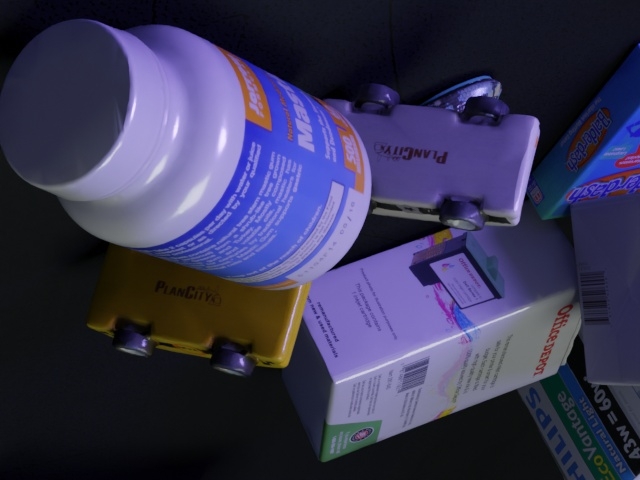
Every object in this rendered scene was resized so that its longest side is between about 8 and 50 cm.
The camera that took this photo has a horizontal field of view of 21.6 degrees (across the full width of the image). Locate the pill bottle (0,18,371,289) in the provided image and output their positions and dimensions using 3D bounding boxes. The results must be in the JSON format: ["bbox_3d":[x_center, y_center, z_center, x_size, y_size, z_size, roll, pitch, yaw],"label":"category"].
[{"bbox_3d":[-0.091,-0.061,1.161,0.152,0.152,0.272,-36,153,19],"label":"pill bottle"}]

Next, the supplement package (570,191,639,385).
[{"bbox_3d":[0.407,0.035,1.560,0.293,0.178,0.175,-4,178,-23],"label":"supplement package"}]

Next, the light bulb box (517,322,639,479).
[{"bbox_3d":[0.465,0.110,1.912,0.358,0.225,0.361,-11,151,-30],"label":"light bulb box"}]

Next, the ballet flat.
[{"bbox_3d":[0.075,-0.072,1.396,0.188,0.070,0.070,-25,154,-3],"label":"ballet flat"}]

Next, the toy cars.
[{"bbox_3d":[0.000,0.000,1.325,0.393,0.176,0.087,-32,151,12],"label":"toy cars"}]

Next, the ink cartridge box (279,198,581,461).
[{"bbox_3d":[0.109,0.089,1.665,0.278,0.117,0.201,-19,154,-14],"label":"ink cartridge box"}]

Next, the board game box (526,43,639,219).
[{"bbox_3d":[0.308,-0.104,1.571,0.160,0.047,0.210,-9,150,-33],"label":"board game box"}]
